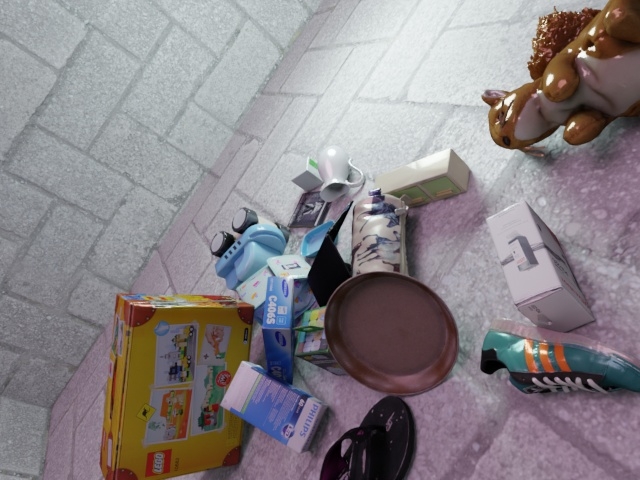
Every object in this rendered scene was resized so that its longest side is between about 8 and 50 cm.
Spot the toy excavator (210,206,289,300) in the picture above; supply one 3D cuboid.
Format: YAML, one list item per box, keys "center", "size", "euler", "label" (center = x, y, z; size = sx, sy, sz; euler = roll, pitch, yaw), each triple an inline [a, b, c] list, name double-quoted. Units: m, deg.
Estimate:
- center: [-0.288, 0.161, 1.717]
  size: [0.433, 0.222, 0.445]
  euler: [-45, 42, 20]
  label: "toy excavator"

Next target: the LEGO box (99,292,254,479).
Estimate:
- center: [-0.425, 0.423, 1.337]
  size: [0.193, 0.372, 0.500]
  euler: [3, 87, 55]
  label: "LEGO box"

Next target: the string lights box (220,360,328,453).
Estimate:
- center: [-0.126, 0.448, 1.213]
  size: [0.259, 0.077, 0.133]
  euler: [22, 78, 21]
  label: "string lights box"

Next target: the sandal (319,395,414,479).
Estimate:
- center: [0.053, 0.539, 0.975]
  size: [0.446, 0.107, 0.167]
  euler: [-55, 31, -7]
  label: "sandal"

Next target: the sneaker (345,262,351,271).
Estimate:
- center: [0.069, 0.108, 1.404]
  size: [0.089, 0.051, 0.170]
  euler: [-62, 29, 0]
  label: "sneaker"

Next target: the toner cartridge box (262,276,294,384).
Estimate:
- center: [-0.114, 0.270, 1.284]
  size: [0.348, 0.075, 0.165]
  euler: [93, 178, -50]
  label: "toner cartridge box"

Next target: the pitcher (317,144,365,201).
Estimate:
- center: [0.076, -0.264, 1.682]
  size: [0.177, 0.125, 0.207]
  euler: [-14, 54, 16]
  label: "pitcher"

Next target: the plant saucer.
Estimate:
- center: [0.159, 0.208, 1.023]
  size: [0.310, 0.310, 0.050]
  euler: [-37, -1, 28]
  label: "plant saucer"

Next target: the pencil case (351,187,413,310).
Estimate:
- center: [0.170, 0.051, 1.217]
  size: [0.183, 0.160, 0.410]
  euler: [-37, 36, 39]
  label: "pencil case"

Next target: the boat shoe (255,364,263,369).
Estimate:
- center: [-0.169, 0.460, 1.327]
  size: [0.063, 0.066, 0.184]
  euler: [8, 107, 43]
  label: "boat shoe"

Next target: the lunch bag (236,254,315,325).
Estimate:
- center: [-0.136, 0.166, 1.534]
  size: [0.262, 0.160, 0.223]
  euler: [-40, 27, -6]
  label: "lunch bag"

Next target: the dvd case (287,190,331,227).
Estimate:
- center: [-0.037, -0.126, 1.787]
  size: [0.221, 0.018, 0.164]
  euler: [0, 61, 54]
  label: "dvd case"

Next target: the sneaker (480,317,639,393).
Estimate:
- center: [0.417, 0.228, 0.790]
  size: [0.302, 0.108, 0.121]
  euler: [3, 65, 63]
  label: "sneaker"

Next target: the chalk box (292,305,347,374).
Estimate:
- center: [0.025, 0.256, 1.177]
  size: [0.132, 0.213, 0.132]
  euler: [-19, 46, 43]
  label: "chalk box"

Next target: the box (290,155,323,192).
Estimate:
- center: [-0.052, -0.274, 1.859]
  size: [0.102, 0.101, 0.087]
  euler: [-28, 42, 37]
  label: "box"

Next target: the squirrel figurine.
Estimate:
- center: [0.571, -0.359, 1.010]
  size: [0.370, 0.281, 0.397]
  euler: [-30, 25, 52]
  label: "squirrel figurine"

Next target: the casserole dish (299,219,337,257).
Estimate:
- center: [0.000, 0.000, 1.608]
  size: [0.188, 0.037, 0.114]
  euler: [-28, 42, 38]
  label: "casserole dish"

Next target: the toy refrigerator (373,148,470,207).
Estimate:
- center: [0.287, -0.164, 1.307]
  size: [0.269, 0.102, 0.094]
  euler: [-15, 50, 46]
  label: "toy refrigerator"

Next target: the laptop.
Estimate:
- center: [0.057, 0.059, 1.316]
  size: [0.264, 0.136, 0.234]
  euler: [-53, -8, -42]
  label: "laptop"

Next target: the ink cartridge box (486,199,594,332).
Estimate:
- center: [0.425, 0.053, 0.874]
  size: [0.092, 0.158, 0.218]
  euler: [-32, 40, 33]
  label: "ink cartridge box"
